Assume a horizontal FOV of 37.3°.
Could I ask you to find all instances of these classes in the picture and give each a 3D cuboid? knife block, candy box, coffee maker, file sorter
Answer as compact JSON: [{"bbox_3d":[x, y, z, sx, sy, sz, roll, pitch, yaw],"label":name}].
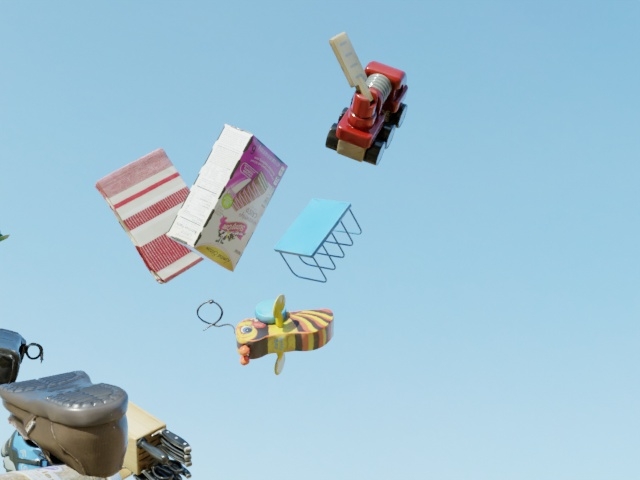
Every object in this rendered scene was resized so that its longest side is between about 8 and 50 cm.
[{"bbox_3d":[-0.396,0.427,2.081,0.088,0.275,0.242,-20,-14,-44],"label":"knife block"},{"bbox_3d":[-0.168,-0.076,1.753,0.071,0.233,0.159,24,-7,28],"label":"candy box"},{"bbox_3d":[-0.740,0.272,2.216,0.171,0.120,0.178,-10,13,-14],"label":"coffee maker"},{"bbox_3d":[0.000,0.000,2.199,0.118,0.170,0.104,10,-38,41],"label":"file sorter"}]

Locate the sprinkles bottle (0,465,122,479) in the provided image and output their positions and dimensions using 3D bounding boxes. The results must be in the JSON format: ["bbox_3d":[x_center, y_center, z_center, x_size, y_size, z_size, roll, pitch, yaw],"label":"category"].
[{"bbox_3d":[-0.481,0.452,1.645,0.121,0.121,0.355,0,-7,18],"label":"sprinkles bottle"}]

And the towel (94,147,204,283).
[{"bbox_3d":[-0.432,-0.068,2.568,0.037,0.237,0.329,-29,-87,52],"label":"towel"}]

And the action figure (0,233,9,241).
[{"bbox_3d":[-0.963,0.028,2.535,0.137,0.232,0.063,0,-58,43],"label":"action figure"}]

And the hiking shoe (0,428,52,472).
[{"bbox_3d":[-0.591,0.504,2.021,0.113,0.304,0.132,1,-52,-48],"label":"hiking shoe"}]

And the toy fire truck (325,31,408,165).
[{"bbox_3d":[0.094,-0.316,1.960,0.159,0.217,0.246,22,-42,11],"label":"toy fire truck"}]

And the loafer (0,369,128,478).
[{"bbox_3d":[-0.379,0.270,1.374,0.134,0.130,0.366,-8,3,-28],"label":"loafer"}]

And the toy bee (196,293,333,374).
[{"bbox_3d":[-0.120,0.219,2.073,0.298,0.162,0.195,-17,-61,13],"label":"toy bee"}]
